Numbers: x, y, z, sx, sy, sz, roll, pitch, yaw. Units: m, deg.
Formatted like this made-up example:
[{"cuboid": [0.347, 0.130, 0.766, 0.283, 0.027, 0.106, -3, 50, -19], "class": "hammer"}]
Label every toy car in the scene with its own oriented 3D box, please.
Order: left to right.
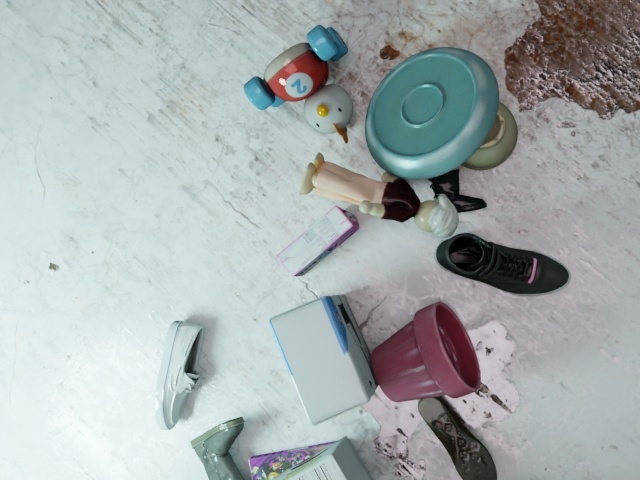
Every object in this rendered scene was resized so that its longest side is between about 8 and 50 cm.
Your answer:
[{"cuboid": [-0.004, -0.318, 1.596, 0.219, 0.210, 0.238, -35, 94, 18], "class": "toy car"}]

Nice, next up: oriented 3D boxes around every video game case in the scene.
[{"cuboid": [-0.033, 0.581, 1.630, 0.232, 0.042, 0.210, -13, 84, 10], "class": "video game case"}]

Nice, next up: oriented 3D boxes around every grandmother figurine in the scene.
[{"cuboid": [0.138, -0.094, 1.557, 0.342, 0.208, 0.104, 21, 131, 8], "class": "grandmother figurine"}]

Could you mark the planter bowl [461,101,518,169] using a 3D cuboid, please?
[{"cuboid": [0.352, -0.241, 1.558, 0.162, 0.109, 0.162, 0, 88, 12], "class": "planter bowl"}]

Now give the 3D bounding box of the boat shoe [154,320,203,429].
[{"cuboid": [-0.327, 0.320, 1.673, 0.084, 0.095, 0.258, 6, 90, 16], "class": "boat shoe"}]

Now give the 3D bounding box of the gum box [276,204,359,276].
[{"cuboid": [0.000, 0.000, 1.616, 0.188, 0.107, 0.062, -40, 81, 7], "class": "gum box"}]

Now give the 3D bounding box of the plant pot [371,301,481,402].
[{"cuboid": [0.219, 0.257, 1.531, 0.180, 0.201, 0.201, -28, 82, 24], "class": "plant pot"}]

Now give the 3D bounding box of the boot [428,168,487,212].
[{"cuboid": [0.306, -0.111, 1.596, 0.121, 0.045, 0.099, -8, 83, 11], "class": "boot"}]

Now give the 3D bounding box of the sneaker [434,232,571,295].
[{"cuboid": [0.389, 0.056, 1.519, 0.296, 0.147, 0.104, 13, 88, 10], "class": "sneaker"}]

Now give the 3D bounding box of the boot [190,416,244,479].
[{"cuboid": [-0.200, 0.525, 1.629, 0.190, 0.076, 0.208, -39, 69, 38], "class": "boot"}]

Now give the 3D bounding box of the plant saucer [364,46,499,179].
[{"cuboid": [0.227, -0.287, 1.548, 0.318, 0.044, 0.317, -14, 64, 30], "class": "plant saucer"}]

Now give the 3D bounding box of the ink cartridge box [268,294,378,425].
[{"cuboid": [0.020, 0.237, 1.501, 0.129, 0.307, 0.223, -25, 83, 7], "class": "ink cartridge box"}]

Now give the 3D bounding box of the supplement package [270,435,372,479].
[{"cuboid": [-0.007, 0.543, 1.506, 0.203, 0.194, 0.149, -32, 81, 7], "class": "supplement package"}]

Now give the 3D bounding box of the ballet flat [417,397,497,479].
[{"cuboid": [0.300, 0.441, 1.571, 0.084, 0.058, 0.250, -39, 86, 2], "class": "ballet flat"}]
